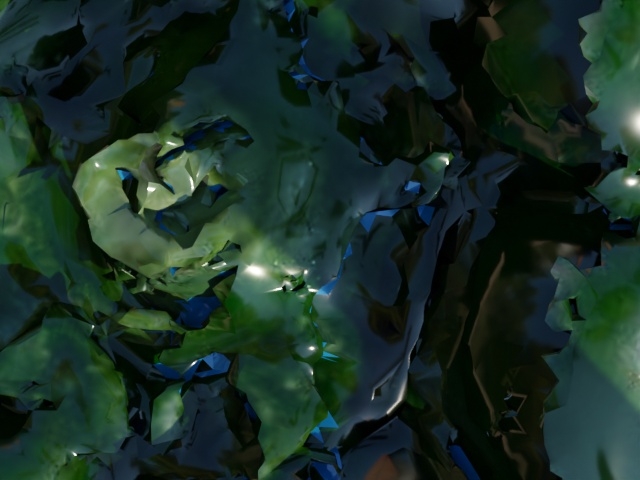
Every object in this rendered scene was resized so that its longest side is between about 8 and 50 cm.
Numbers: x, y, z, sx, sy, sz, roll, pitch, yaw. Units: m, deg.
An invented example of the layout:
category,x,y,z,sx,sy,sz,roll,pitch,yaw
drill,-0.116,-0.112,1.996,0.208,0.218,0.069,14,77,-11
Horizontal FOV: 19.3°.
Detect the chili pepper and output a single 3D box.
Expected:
category,x,y,z,sx,sy,sz,roll,pitch,yaw
chili pepper,0.000,0.000,0.483,0.248,0.256,0.233,29,89,8
